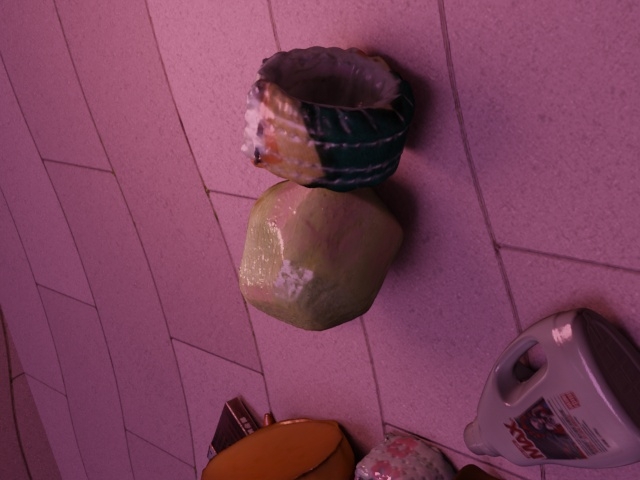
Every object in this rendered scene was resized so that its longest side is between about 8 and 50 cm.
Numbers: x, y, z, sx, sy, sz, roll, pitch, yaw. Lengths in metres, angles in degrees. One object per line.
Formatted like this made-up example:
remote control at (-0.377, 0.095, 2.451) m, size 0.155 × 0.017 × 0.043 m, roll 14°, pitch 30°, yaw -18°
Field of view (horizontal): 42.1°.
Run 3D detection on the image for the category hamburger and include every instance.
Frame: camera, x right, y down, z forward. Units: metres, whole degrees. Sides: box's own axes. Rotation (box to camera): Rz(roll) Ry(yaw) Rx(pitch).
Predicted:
hamburger at (-0.072, 0.614, 1.912) m, size 0.396 × 0.396 × 0.277 m, roll -8°, pitch 105°, yaw 49°

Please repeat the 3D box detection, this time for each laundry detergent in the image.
laundry detergent at (0.380, 0.284, 1.434) m, size 0.264 × 0.125 × 0.398 m, roll 55°, pitch 143°, yaw 5°

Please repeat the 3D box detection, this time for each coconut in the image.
coconut at (0.000, 0.000, 1.544) m, size 0.281 × 0.328 × 0.328 m, roll 26°, pitch 137°, yaw -4°

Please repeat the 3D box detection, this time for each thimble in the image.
thimble at (0.178, 0.522, 1.776) m, size 0.211 × 0.149 × 0.185 m, roll 45°, pitch 141°, yaw 19°
thimble at (0.008, -0.206, 1.401) m, size 0.254 × 0.288 × 0.167 m, roll -114°, pitch 25°, yaw -44°

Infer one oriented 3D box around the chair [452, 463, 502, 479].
chair at (0.335, 0.581, 1.633) m, size 0.172 × 0.159 × 0.246 m, roll 27°, pitch 132°, yaw 37°

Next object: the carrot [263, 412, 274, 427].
carrot at (-0.115, 0.566, 2.206) m, size 0.043 × 0.043 × 0.247 m, roll 5°, pitch 114°, yaw 46°

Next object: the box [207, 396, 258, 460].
box at (-0.232, 0.592, 2.313) m, size 0.180 × 0.047 × 0.324 m, roll 51°, pitch 143°, yaw 26°
